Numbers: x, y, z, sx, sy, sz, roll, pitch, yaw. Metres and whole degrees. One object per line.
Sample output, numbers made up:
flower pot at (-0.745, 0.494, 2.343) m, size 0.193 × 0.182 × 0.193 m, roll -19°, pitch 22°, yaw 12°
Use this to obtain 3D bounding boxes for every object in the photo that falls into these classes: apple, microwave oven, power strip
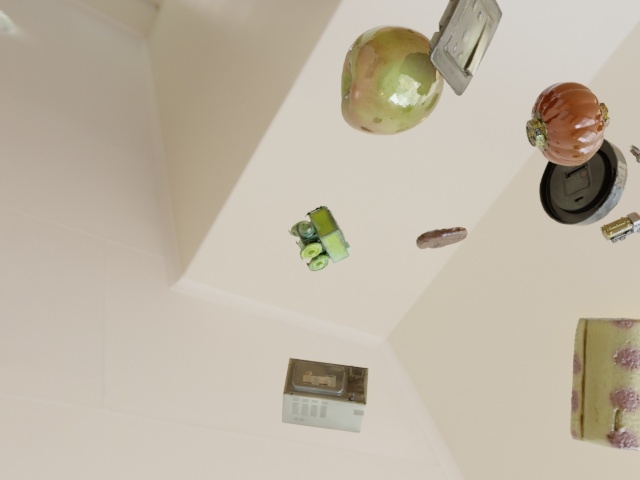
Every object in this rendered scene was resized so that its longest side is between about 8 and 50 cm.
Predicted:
apple at (0.210, -0.466, 1.741) m, size 0.277 × 0.319 × 0.319 m, roll 0°, pitch -149°, yaw -12°
microwave oven at (0.014, 0.455, 1.767) m, size 0.241 × 0.194 × 0.145 m, roll 7°, pitch -141°, yaw 2°
power strip at (0.361, -0.539, 1.536) m, size 0.092 × 0.257 × 0.251 m, roll 27°, pitch -177°, yaw 38°

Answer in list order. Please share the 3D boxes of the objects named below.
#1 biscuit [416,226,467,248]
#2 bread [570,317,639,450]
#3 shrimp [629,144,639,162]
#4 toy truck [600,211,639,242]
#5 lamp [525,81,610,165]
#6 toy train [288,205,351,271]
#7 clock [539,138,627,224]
biscuit at (0.446, -0.012, 2.187) m, size 0.192 × 0.192 × 0.049 m, roll 6°, pitch -114°, yaw -50°
bread at (0.771, 0.369, 1.558) m, size 0.155 × 0.338 × 0.187 m, roll 8°, pitch 171°, yaw -19°
shrimp at (1.001, -0.262, 1.858) m, size 0.092 × 0.029 × 0.038 m, roll 55°, pitch -179°, yaw 10°
toy truck at (0.910, -0.040, 1.787) m, size 0.063 × 0.123 × 0.052 m, roll 61°, pitch -173°, yaw -45°
lamp at (0.646, -0.304, 1.551) m, size 0.223 × 0.197 × 0.223 m, roll -14°, pitch -90°, yaw -87°
toy train at (0.000, 0.000, 2.292) m, size 0.159 × 0.188 × 0.271 m, roll 64°, pitch -179°, yaw 32°
clock at (0.909, -0.208, 2.065) m, size 0.067 × 0.325 × 0.325 m, roll 12°, pitch -151°, yaw -26°
